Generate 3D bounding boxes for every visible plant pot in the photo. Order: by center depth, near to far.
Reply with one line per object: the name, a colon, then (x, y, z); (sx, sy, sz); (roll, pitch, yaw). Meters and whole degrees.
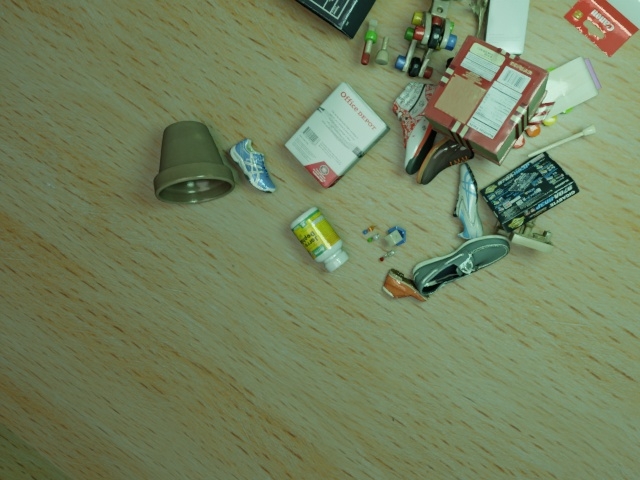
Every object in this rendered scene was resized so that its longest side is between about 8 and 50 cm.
plant pot: (-0.434, -0.269, 1.594); (0.262, 0.263, 0.230); (-14, 79, 17)

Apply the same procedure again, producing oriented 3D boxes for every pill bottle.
pill bottle: (0.000, 0.000, 1.582); (0.117, 0.117, 0.208); (-37, 91, 19)

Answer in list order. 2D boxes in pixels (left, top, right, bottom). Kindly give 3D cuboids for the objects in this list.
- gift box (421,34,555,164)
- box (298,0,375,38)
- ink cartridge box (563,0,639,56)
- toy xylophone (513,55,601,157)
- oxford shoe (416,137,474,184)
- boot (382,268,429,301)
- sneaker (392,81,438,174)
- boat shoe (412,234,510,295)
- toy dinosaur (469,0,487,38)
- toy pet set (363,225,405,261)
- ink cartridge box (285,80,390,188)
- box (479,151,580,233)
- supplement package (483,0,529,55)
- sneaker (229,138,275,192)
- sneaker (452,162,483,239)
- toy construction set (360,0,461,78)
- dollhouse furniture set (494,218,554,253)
gift box: (0.452, -0.365, 1.238); (0.255, 0.258, 0.276); (40, 105, 16)
box: (0.041, -0.806, 1.370); (0.294, 0.182, 0.296); (37, 110, 6)
ink cartridge box: (0.812, -0.645, 1.269); (0.181, 0.056, 0.225); (43, 107, 3)
toy xylophone: (0.638, -0.375, 1.354); (0.322, 0.081, 0.236); (-16, 97, 17)
oxford shoe: (0.400, -0.262, 1.422); (0.098, 0.097, 0.271); (47, 109, 19)
boot: (0.284, 0.169, 1.577); (0.157, 0.059, 0.085); (32, 111, 15)
sneaker: (0.277, -0.346, 1.438); (0.144, 0.090, 0.270); (26, 101, 25)
boat shoe: (0.442, 0.086, 1.474); (0.319, 0.099, 0.116); (-24, 124, 22)
toy dinosaur: (0.454, -0.658, 1.338); (0.053, 0.092, 0.183); (1, 92, 25)
toy pet set: (0.222, -0.009, 1.564); (0.122, 0.065, 0.114); (59, 143, 1)
ink cartridge box: (0.057, -0.330, 1.500); (0.273, 0.114, 0.197); (-43, 87, 19)
box: (0.596, -0.143, 1.367); (0.220, 0.175, 0.051); (-35, 125, 18)
supplement package: (0.519, -0.609, 1.325); (0.105, 0.105, 0.180); (5, 103, 14)
sneaker: (-0.221, -0.252, 1.608); (0.081, 0.080, 0.211); (-39, 91, 22)
sneaker: (0.447, -0.119, 1.458); (0.086, 0.085, 0.238); (-6, 97, 21)
toy construction set: (0.279, -0.619, 1.352); (0.308, 0.257, 0.238); (10, 87, 21)
dollhouse furniture set: (0.614, -0.055, 1.391); (0.144, 0.151, 0.123); (18, 105, 8)
